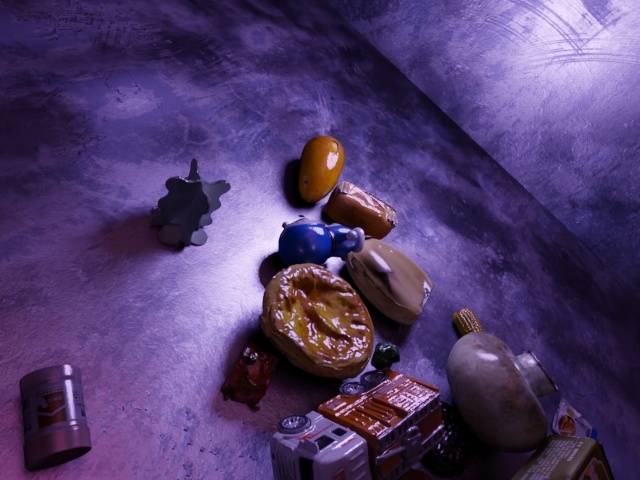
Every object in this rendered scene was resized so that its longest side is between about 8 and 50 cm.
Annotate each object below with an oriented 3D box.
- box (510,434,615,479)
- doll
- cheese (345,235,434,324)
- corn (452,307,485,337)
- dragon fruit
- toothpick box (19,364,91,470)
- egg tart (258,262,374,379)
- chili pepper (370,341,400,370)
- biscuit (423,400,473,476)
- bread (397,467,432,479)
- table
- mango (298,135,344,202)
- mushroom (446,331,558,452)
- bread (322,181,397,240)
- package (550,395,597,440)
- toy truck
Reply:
[{"bbox_3d":[0.544,0.706,0.968,0.421,0.138,0.372,-17,86,-39],"label":"box"},{"bbox_3d":[0.000,0.000,1.307,0.257,0.215,0.161,-8,80,-33],"label":"doll"},{"bbox_3d":[0.212,0.113,1.425,0.316,0.128,0.259,43,31,0],"label":"cheese"},{"bbox_3d":[0.531,0.337,1.491,0.080,0.080,0.230,-7,60,-40],"label":"corn"},{"bbox_3d":[-0.151,0.299,1.014,0.102,0.096,0.147,31,44,-16],"label":"dragon fruit"},{"bbox_3d":[-0.467,0.308,0.774,0.099,0.098,0.148,-3,56,-38],"label":"toothpick box"},{"bbox_3d":[-0.012,0.218,1.152,0.342,0.132,0.341,23,45,-24],"label":"egg tart"},{"bbox_3d":[0.157,0.291,1.110,0.059,0.088,0.227,49,-3,22],"label":"chili pepper"},{"bbox_3d":[0.337,0.534,1.196,0.195,0.053,0.194,20,45,-22],"label":"biscuit"},{"bbox_3d":[0.198,0.603,0.963,0.199,0.104,0.199,25,51,-36],"label":"bread"},{"bbox_3d":[-0.336,-0.095,1.140,0.167,0.198,0.166,20,46,-22],"label":"table"},{"bbox_3d":[0.000,-0.253,1.539,0.160,0.191,0.290,22,49,-9],"label":"mango"},{"bbox_3d":[0.508,0.415,1.241,0.352,0.261,0.352,52,15,-20],"label":"mushroom"},{"bbox_3d":[0.139,-0.095,1.535,0.241,0.136,0.106,29,45,-11],"label":"bread"},{"bbox_3d":[0.870,0.649,1.504,0.173,0.027,0.171,44,42,10],"label":"package"},{"bbox_3d":[0.095,0.430,0.953,0.388,0.207,0.173,-14,99,-41],"label":"toy truck"}]
